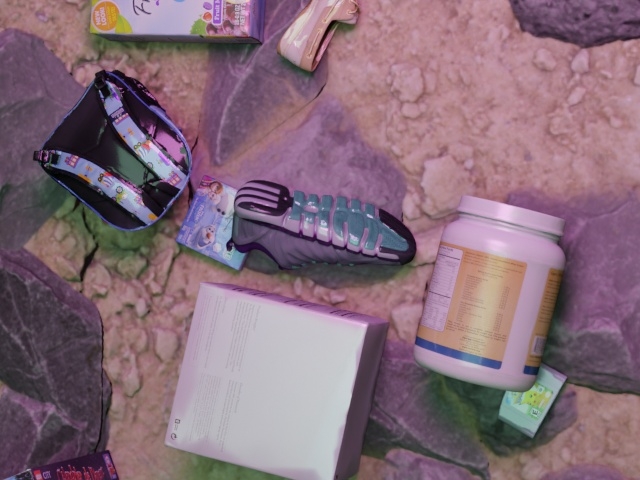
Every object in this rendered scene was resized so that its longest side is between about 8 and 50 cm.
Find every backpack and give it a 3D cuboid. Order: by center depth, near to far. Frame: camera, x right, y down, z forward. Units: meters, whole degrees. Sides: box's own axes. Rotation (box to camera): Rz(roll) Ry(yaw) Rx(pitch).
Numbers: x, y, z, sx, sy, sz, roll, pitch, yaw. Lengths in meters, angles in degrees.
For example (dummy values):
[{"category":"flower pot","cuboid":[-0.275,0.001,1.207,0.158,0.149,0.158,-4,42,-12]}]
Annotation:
[{"category":"backpack","cuboid":[-0.230,-0.098,1.744,0.173,0.117,0.158,40,96,12]}]

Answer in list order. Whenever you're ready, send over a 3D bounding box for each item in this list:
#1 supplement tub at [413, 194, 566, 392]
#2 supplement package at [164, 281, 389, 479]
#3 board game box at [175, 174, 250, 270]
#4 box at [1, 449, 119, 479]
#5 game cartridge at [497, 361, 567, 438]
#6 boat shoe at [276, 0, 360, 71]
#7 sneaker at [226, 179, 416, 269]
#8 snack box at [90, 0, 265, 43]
[{"category":"supplement tub","cuboid":[0.194,0.059,1.627,0.144,0.144,0.200,15,91,13]},{"category":"supplement package","cuboid":[-0.047,0.164,1.675,0.203,0.149,0.194,13,91,13]},{"category":"board game box","cuboid":[-0.120,-0.022,1.766,0.090,0.020,0.090,24,93,11]},{"category":"box","cuboid":[-0.354,0.304,1.698,0.159,0.233,0.044,-22,82,12]},{"category":"game cartridge","cuboid":[0.243,0.181,1.678,0.056,0.017,0.083,29,94,16]},{"category":"boat shoe","cuboid":[0.019,-0.276,1.726,0.059,0.063,0.170,40,106,9]},{"category":"sneaker","cuboid":[0.000,0.000,1.721,0.223,0.083,0.098,17,129,-1]},{"category":"snack box","cuboid":[-0.172,-0.331,1.764,0.207,0.070,0.175,2,89,15]}]
